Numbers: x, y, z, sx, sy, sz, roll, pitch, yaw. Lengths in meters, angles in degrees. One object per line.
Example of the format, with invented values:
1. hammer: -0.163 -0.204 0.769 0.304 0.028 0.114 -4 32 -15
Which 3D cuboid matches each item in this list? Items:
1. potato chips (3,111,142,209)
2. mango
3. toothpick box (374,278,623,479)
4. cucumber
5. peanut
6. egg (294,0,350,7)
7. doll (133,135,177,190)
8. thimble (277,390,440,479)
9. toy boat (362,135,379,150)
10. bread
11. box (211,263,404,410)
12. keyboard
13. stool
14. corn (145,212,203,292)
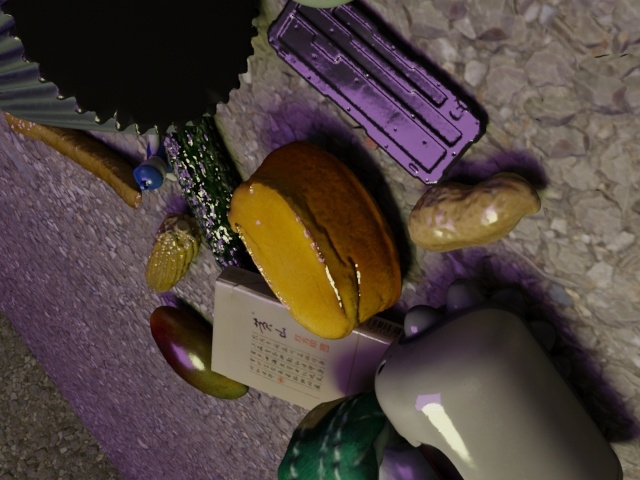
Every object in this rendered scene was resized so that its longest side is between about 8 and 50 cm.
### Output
1. potato chips: -0.448 -0.163 1.353 0.407 0.080 0.057 31 127 27
2. mango: -0.263 0.246 1.536 0.267 0.111 0.133 45 136 -5
3. toothpick box: 0.209 0.201 0.876 0.316 0.229 0.229 55 146 -9
4. cucumber: -0.168 -0.074 1.107 0.096 0.096 0.359 7 131 45
5. peanut: 0.162 -0.033 0.793 0.174 0.080 0.080 -17 111 51
6. egg: -0.002 -0.300 0.630 0.149 0.149 0.192 28 148 28
7. doll: -0.250 -0.123 1.114 0.057 0.143 0.099 -4 130 18
8. thimble: 0.086 0.341 0.967 0.167 0.254 0.288 -26 120 35
9. toy boat: 0.041 -0.172 0.822 0.122 0.034 0.096 46 135 10
10. bread: 0.000 0.000 0.946 0.195 0.142 0.270 -1 121 52
11. box: 0.006 0.181 1.093 0.365 0.051 0.205 18 128 13
12. keyboard: 0.057 -0.176 0.777 0.262 0.016 0.106 43 120 7
13. stool: -0.287 -0.274 0.874 0.330 0.297 0.297 9 131 50
14. corn: -0.282 0.026 1.351 0.086 0.086 0.288 46 149 2
